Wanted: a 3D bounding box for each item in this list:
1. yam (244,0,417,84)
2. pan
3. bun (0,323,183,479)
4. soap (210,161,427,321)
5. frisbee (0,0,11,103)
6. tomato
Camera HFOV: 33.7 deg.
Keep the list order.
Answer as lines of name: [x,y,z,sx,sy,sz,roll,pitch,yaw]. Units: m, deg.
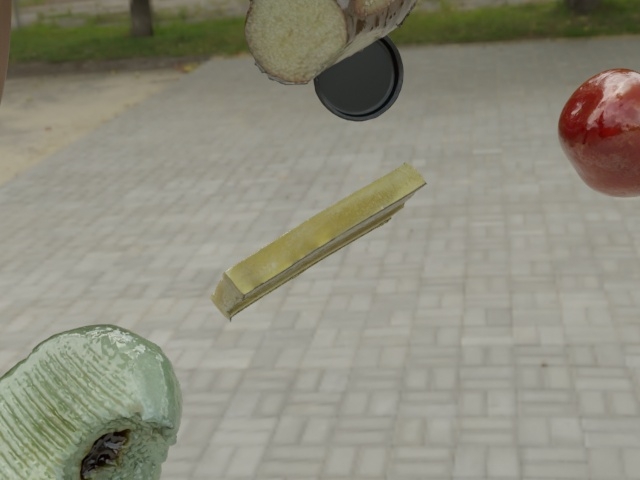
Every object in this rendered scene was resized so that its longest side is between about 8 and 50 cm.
yam: [0.022,-0.276,1.225,0.129,0.128,0.238,-2,25,32]
pan: [0.009,-0.255,1.483,0.235,0.136,0.028,23,1,-22]
bun: [-0.209,0.186,0.953,0.212,0.126,0.204,-32,58,4]
soap: [-0.001,-0.001,1.126,0.252,0.037,0.092,-32,-8,-25]
frisbee: [-0.295,-0.178,0.885,0.021,0.251,0.251,6,18,-2]
tomato: [0.403,-0.135,1.403,0.151,0.187,0.187,-37,24,-5]
